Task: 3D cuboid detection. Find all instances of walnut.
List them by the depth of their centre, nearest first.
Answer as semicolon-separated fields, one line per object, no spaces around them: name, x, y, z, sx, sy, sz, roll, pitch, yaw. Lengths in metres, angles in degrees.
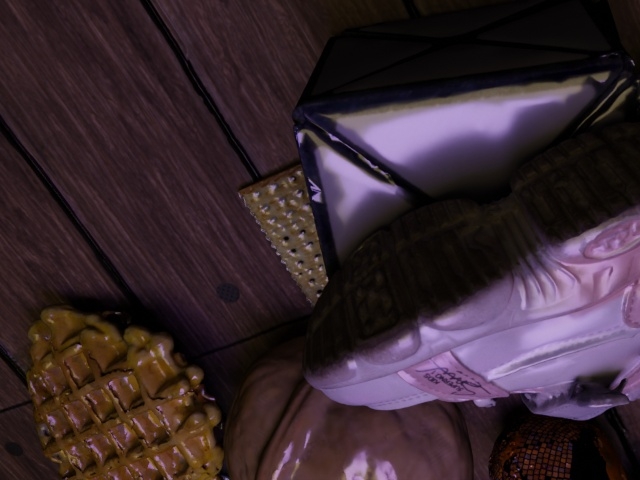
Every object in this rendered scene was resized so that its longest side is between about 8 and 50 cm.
walnut;0.037;0.309;1.066;0.381;0.381;0.381;5;122;8

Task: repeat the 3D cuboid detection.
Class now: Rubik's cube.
Rubik's cube;0.165;-0.067;0.822;0.310;0.307;0.305;-6;117;14

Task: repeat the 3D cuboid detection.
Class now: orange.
orange;0.338;0.356;1.084;0.182;0.234;0.234;-13;117;18

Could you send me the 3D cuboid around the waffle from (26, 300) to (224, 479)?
waffle;-0.304;0.287;1.182;0.380;0.095;0.382;17;118;24

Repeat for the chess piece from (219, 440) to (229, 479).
chess piece;-0.158;0.391;1.250;0.059;0.149;0.059;5;120;9

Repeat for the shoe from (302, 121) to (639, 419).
shoe;0.159;0.070;0.622;0.351;0.172;0.198;-26;114;22

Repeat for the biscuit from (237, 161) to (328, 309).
biscuit;0.000;0.000;1.060;0.139;0.016;0.231;-22;114;23
